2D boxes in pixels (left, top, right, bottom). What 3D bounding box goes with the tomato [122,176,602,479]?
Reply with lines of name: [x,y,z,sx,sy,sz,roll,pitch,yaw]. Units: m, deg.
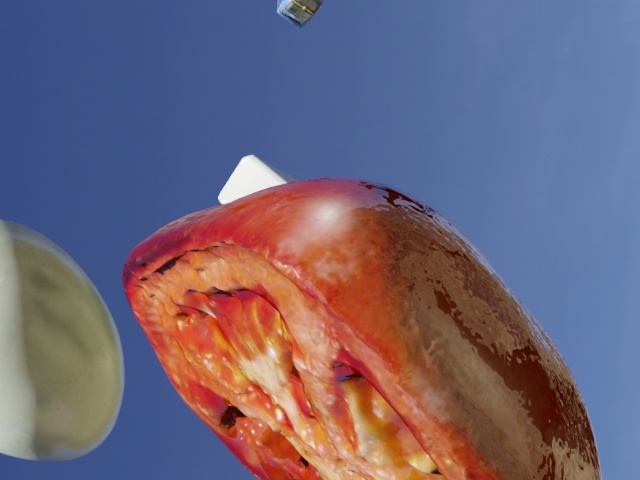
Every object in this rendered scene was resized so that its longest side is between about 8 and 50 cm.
tomato: [0.026,0.047,0.477,0.082,0.166,0.174,-43,-78,-25]

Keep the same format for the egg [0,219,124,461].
egg: [-0.230,0.079,1.088,0.209,0.151,0.151,58,-138,-24]

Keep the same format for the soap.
soap: [0.000,0.000,1.379,0.064,0.183,0.121,-55,-35,5]

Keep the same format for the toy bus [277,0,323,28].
toy bus: [-0.026,-0.346,1.885,0.051,0.061,0.153,28,-140,-26]
